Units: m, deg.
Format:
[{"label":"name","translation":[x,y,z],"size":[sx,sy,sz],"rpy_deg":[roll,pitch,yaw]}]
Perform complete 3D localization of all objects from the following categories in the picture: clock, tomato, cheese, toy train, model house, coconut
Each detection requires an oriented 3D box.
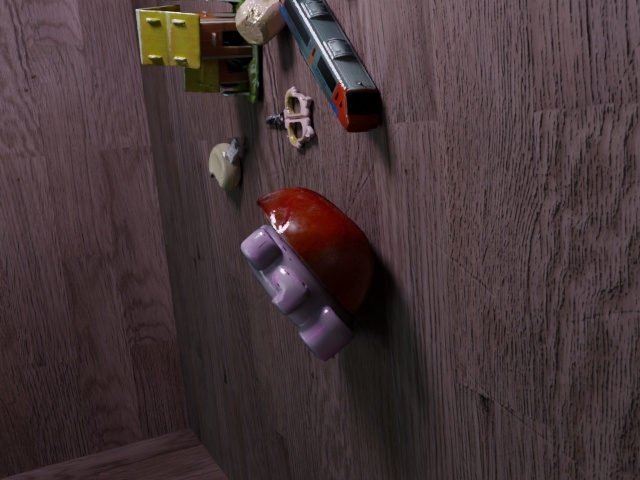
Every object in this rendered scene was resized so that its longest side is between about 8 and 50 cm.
[{"label":"clock","translation":[-0.054,0.108,1.637],"size":[0.322,0.113,0.295],"rpy_deg":[50,-178,-4]},{"label":"tomato","translation":[0.011,-0.004,1.560],"size":[0.338,0.144,0.338],"rpy_deg":[47,180,0]},{"label":"cheese","translation":[-0.307,-0.275,2.326],"size":[0.163,0.071,0.248],"rpy_deg":[63,151,32]},{"label":"toy train","translation":[0.021,-0.402,1.528],"size":[0.409,0.086,0.089],"rpy_deg":[65,150,31]},{"label":"model house","translation":[-0.377,-0.569,2.056],"size":[0.340,0.324,0.300],"rpy_deg":[-137,44,-54]},{"label":"coconut","translation":[-0.145,-0.568,1.804],"size":[0.116,0.122,0.116],"rpy_deg":[30,156,15]}]

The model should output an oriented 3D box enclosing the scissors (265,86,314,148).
[{"label":"scissors","translation":[-0.091,-0.322,1.884],"size":[0.318,0.024,0.160],"rpy_deg":[-165,67,-64]}]
